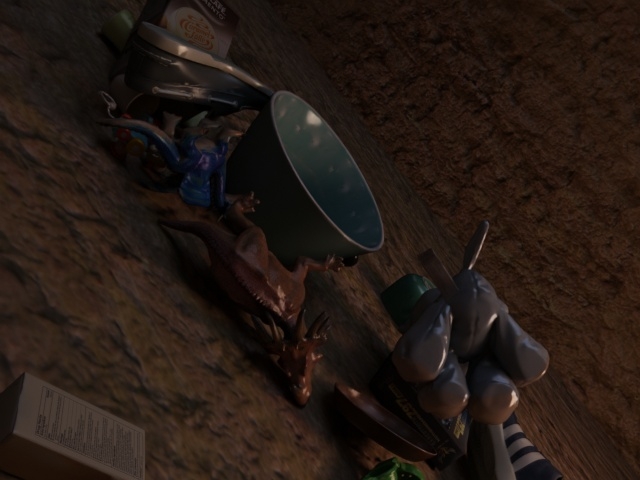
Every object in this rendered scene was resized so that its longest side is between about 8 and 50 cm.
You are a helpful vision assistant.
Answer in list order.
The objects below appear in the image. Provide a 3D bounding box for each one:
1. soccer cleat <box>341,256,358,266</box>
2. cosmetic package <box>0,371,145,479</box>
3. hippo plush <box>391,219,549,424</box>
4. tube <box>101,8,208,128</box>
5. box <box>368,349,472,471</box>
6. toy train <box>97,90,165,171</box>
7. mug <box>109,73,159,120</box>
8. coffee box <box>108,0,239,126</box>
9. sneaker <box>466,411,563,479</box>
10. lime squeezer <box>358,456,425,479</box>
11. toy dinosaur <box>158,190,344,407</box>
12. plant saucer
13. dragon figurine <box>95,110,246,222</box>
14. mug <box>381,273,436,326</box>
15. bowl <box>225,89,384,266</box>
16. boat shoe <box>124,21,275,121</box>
[{"bbox_3d":[0.000,0.000,1.385,0.179,0.060,0.072,40,27,-12],"label":"soccer cleat"},{"bbox_3d":[-0.190,0.154,0.529,0.115,0.041,0.060,40,19,-32],"label":"cosmetic package"},{"bbox_3d":[0.202,0.160,1.174,0.294,0.234,0.236,63,-14,1],"label":"hippo plush"},{"bbox_3d":[-0.292,-0.303,1.271,0.240,0.070,0.062,52,-21,-13],"label":"tube"},{"bbox_3d":[0.183,0.275,1.231,0.183,0.059,0.233,49,16,6],"label":"box"},{"bbox_3d":[-0.265,-0.150,1.019,0.125,0.046,0.166,55,13,18],"label":"toy train"},{"bbox_3d":[-0.289,-0.228,1.093,0.078,0.062,0.064,-25,64,-42],"label":"mug"},{"bbox_3d":[-0.246,-0.337,1.217,0.141,0.098,0.246,39,46,-35],"label":"coffee box"},{"bbox_3d":[0.346,0.392,1.205,0.148,0.131,0.350,14,30,-1],"label":"sneaker"},{"bbox_3d":[0.087,0.330,0.893,0.310,0.059,0.110,37,50,-42],"label":"lime squeezer"},{"bbox_3d":[-0.082,0.057,0.914,0.296,0.127,0.200,40,24,-13],"label":"toy dinosaur"},{"bbox_3d":[0.083,0.256,0.974,0.168,0.029,0.168,34,-1,1],"label":"plant saucer"},{"bbox_3d":[-0.187,-0.095,0.968,0.085,0.144,0.289,22,14,23],"label":"dragon figurine"},{"bbox_3d":[0.217,0.147,1.549,0.129,0.097,0.158,32,23,-48],"label":"mug"},{"bbox_3d":[-0.045,-0.080,1.185,0.311,0.163,0.311,48,23,-28],"label":"bowl"},{"bbox_3d":[-0.182,-0.246,1.119,0.116,0.099,0.319,36,13,28],"label":"boat shoe"}]
